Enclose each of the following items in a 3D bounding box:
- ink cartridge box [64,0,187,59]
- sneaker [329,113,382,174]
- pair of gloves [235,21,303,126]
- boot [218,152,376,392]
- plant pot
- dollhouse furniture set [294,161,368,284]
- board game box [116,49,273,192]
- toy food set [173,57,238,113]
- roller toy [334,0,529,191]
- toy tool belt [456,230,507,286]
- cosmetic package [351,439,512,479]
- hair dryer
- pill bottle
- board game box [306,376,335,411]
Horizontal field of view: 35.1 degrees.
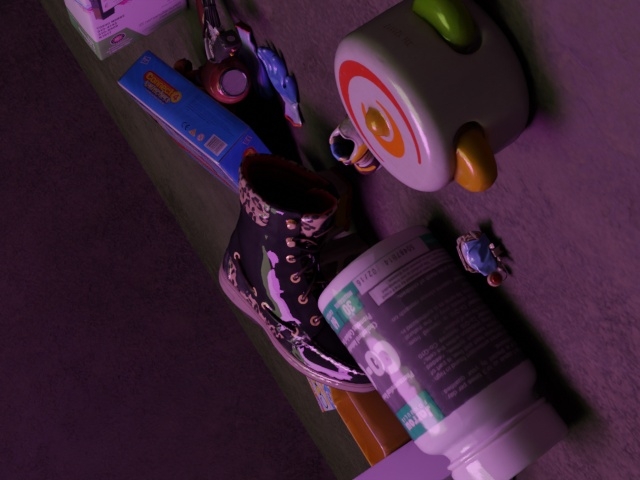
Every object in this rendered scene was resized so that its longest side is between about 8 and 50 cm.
[{"bbox_3d":[-0.360,-0.483,1.818,0.117,0.201,0.278,52,164,17],"label":"ink cartridge box"},{"bbox_3d":[0.048,-0.137,1.446,0.069,0.084,0.185,52,165,18],"label":"sneaker"},{"bbox_3d":[-0.093,-0.284,1.726,0.198,0.023,0.159,43,160,42],"label":"pair of gloves"},{"bbox_3d":[-0.017,0.051,1.644,0.377,0.138,0.284,40,140,29],"label":"boot"},{"bbox_3d":[0.144,0.285,1.797,0.212,0.187,0.212,56,166,31],"label":"plant pot"},{"bbox_3d":[0.000,0.000,1.857,0.201,0.152,0.374,45,144,40],"label":"dollhouse furniture set"},{"bbox_3d":[-0.194,-0.182,1.903,0.308,0.086,0.302,39,175,31],"label":"board game box"},{"bbox_3d":[-0.230,-0.311,2.005,0.218,0.071,0.128,37,173,39],"label":"toy food set"},{"bbox_3d":[0.111,-0.154,1.075,0.209,0.146,0.191,61,166,-15],"label":"roller toy"},{"bbox_3d":[0.213,0.024,1.314,0.083,0.052,0.051,56,174,1],"label":"toy tool belt"},{"bbox_3d":[0.159,0.452,1.739,0.097,0.377,0.284,50,165,35],"label":"cosmetic package"},{"bbox_3d":[-0.169,-0.346,1.743,0.293,0.080,0.223,112,147,-64],"label":"hair dryer"},{"bbox_3d":[0.176,0.174,1.447,0.361,0.204,0.204,53,165,14],"label":"pill bottle"},{"bbox_3d":[0.060,0.259,2.094,0.142,0.144,0.275,66,167,7],"label":"board game box"}]
